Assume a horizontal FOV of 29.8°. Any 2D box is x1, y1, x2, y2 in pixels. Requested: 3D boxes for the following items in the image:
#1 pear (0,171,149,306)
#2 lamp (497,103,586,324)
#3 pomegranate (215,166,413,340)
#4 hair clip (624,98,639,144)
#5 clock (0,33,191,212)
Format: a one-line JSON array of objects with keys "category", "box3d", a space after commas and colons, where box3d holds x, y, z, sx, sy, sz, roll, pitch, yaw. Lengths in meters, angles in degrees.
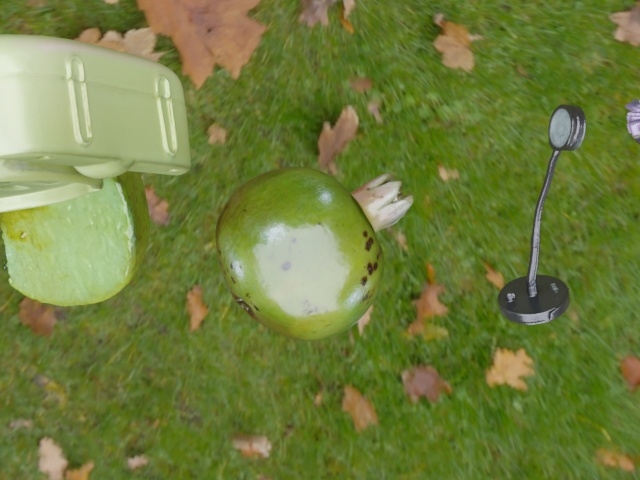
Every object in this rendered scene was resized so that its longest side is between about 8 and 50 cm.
[{"category": "pear", "box3d": [-0.263, -0.061, 1.373, 0.139, 0.239, 0.288, -25, 123, -38]}, {"category": "lamp", "box3d": [0.360, -0.041, 1.815, 0.109, 0.130, 0.371, 0, 119, -16]}, {"category": "pomegranate", "box3d": [0.000, 0.000, 1.205, 0.210, 0.180, 0.180, -34, 101, -9]}, {"category": "hair clip", "box3d": [0.574, -0.183, 1.924, 0.106, 0.292, 0.084, -42, 111, -7]}, {"category": "clock", "box3d": [-0.319, -0.090, 1.099, 0.348, 0.286, 0.117, -10, 86, 26]}]
